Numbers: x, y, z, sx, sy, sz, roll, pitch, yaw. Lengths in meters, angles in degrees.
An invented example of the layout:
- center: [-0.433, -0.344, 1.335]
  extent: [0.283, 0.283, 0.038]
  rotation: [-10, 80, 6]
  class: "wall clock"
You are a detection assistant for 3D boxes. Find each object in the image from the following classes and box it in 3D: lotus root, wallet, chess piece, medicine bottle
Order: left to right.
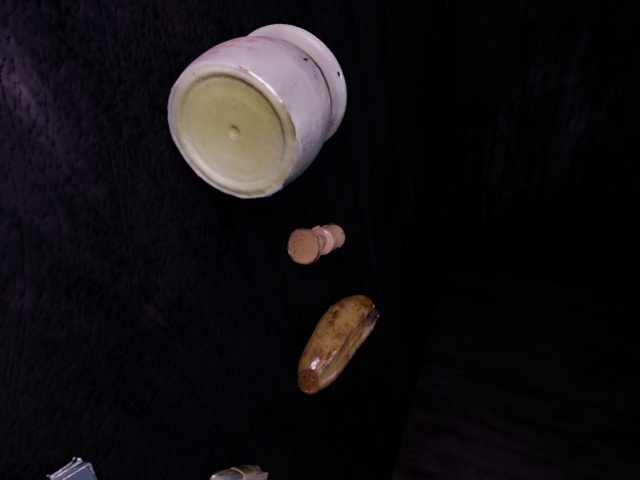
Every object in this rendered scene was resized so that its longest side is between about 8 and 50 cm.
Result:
- center: [-0.134, 0.389, 0.777]
  extent: [0.155, 0.039, 0.110]
  rotation: [48, 59, -65]
  class: "wallet"
- center: [-0.059, -0.134, 0.540]
  extent: [0.143, 0.147, 0.147]
  rotation: [-57, 151, -49]
  class: "medicine bottle"
- center: [0.001, 0.000, 0.914]
  extent: [0.172, 0.060, 0.060]
  rotation: [-21, 120, -70]
  class: "chess piece"
- center: [0.030, 0.191, 1.039]
  extent: [0.258, 0.097, 0.110]
  rotation: [-42, 132, -47]
  class: "lotus root"

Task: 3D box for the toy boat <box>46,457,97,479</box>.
- center: [-0.200, 0.332, 0.438]
  extent: [0.114, 0.122, 0.296]
  rotation: [-25, 116, -39]
  class: "toy boat"
